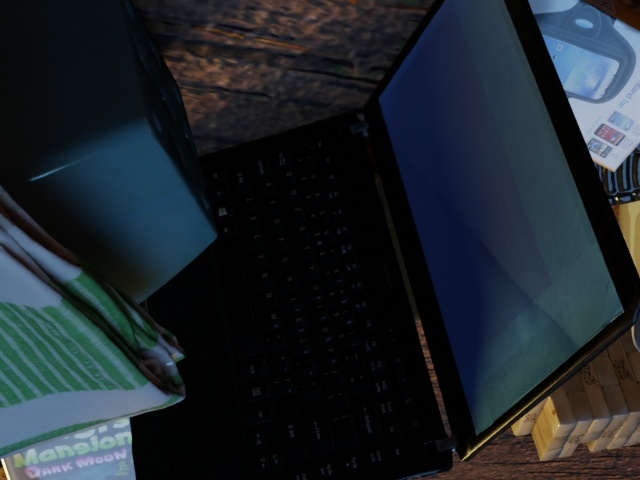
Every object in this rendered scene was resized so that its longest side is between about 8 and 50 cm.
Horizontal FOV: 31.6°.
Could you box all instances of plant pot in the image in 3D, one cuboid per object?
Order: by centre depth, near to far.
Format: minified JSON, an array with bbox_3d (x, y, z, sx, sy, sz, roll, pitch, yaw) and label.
[{"bbox_3d":[-0.183,-0.028,0.548,0.234,0.165,0.165,-20,149,4],"label":"plant pot"}]

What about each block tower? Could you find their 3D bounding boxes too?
[{"bbox_3d":[0.347,0.129,1.073,0.336,0.091,0.097,-8,150,-7],"label":"block tower"}]

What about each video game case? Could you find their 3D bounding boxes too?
[{"bbox_3d":[-0.161,0.150,0.902,0.190,0.022,0.173,-10,120,-5],"label":"video game case"}]

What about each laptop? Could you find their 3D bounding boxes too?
[{"bbox_3d":[0.000,0.000,0.585,0.264,0.234,0.136,-16,148,5],"label":"laptop"}]

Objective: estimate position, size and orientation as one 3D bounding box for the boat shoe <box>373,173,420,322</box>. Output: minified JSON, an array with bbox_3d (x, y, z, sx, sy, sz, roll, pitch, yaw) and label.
[{"bbox_3d":[-0.041,0.020,0.749,0.302,0.109,0.098,-15,-171,1],"label":"boat shoe"}]

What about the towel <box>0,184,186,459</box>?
[{"bbox_3d":[-0.218,0.030,0.418,0.248,0.038,0.325,-19,149,9],"label":"towel"}]

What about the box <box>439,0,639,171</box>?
[{"bbox_3d":[0.144,-0.094,0.625,0.136,0.028,0.081,27,127,-11],"label":"box"}]

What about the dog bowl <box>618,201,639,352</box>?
[{"bbox_3d":[0.381,-0.025,0.822,0.349,0.102,0.348,-9,149,-6],"label":"dog bowl"}]

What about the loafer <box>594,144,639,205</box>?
[{"bbox_3d":[0.212,-0.076,0.695,0.220,0.078,0.080,-4,122,15],"label":"loafer"}]
